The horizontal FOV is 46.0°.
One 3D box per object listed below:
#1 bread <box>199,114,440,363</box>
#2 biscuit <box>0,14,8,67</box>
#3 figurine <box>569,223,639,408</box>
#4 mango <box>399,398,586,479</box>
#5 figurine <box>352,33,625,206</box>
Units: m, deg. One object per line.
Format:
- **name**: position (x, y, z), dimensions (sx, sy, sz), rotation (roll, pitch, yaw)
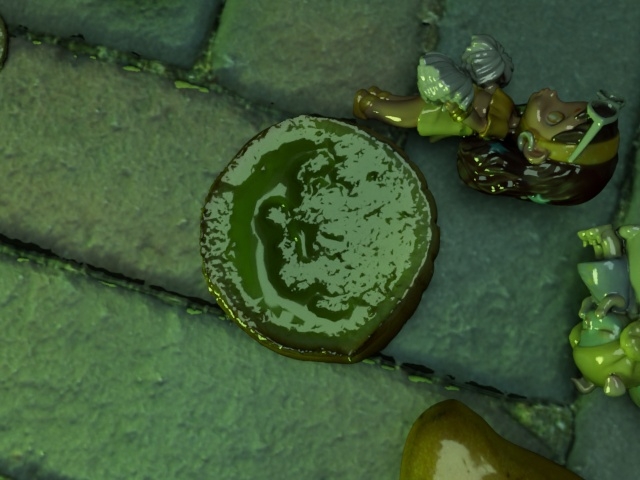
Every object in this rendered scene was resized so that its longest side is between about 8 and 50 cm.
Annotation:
- **bread**: position (0.000, 0.000, 0.706), dimensions (0.236, 0.070, 0.236), rotation (0, 80, 2)
- **biscuit**: position (-0.384, -0.205, 0.787), dimensions (0.120, 0.015, 0.120), rotation (0, 81, 2)
- **figurine**: position (0.302, 0.104, 0.647), dimensions (0.155, 0.127, 0.235), rotation (1, 83, -15)
- **mango**: position (0.170, 0.253, 0.638), dimensions (0.157, 0.109, 0.262), rotation (-45, 75, 5)
- **figurine**: position (0.150, -0.109, 0.687), dimensions (0.240, 0.175, 0.115), rotation (26, 122, 16)
